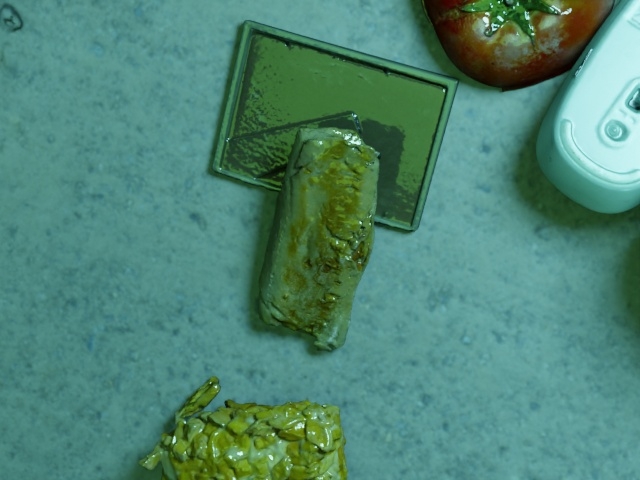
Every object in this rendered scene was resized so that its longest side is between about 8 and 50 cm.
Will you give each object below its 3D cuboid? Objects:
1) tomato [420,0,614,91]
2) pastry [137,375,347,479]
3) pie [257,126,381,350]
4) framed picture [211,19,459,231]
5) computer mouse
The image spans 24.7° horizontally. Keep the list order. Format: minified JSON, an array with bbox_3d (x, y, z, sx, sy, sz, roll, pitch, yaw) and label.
[{"bbox_3d":[0.215,-0.273,1.619,0.225,0.085,0.225,2,101,11],"label":"tomato"},{"bbox_3d":[-0.092,0.252,1.787,0.250,0.102,0.154,-1,99,15],"label":"pastry"},{"bbox_3d":[0.000,0.000,1.724,0.128,0.068,0.282,17,115,9],"label":"pie"},{"bbox_3d":[0.013,-0.135,1.731,0.265,0.018,0.192,18,105,10],"label":"framed picture"},{"bbox_3d":[0.354,-0.164,1.595,0.159,0.097,0.288,35,89,9],"label":"computer mouse"}]
